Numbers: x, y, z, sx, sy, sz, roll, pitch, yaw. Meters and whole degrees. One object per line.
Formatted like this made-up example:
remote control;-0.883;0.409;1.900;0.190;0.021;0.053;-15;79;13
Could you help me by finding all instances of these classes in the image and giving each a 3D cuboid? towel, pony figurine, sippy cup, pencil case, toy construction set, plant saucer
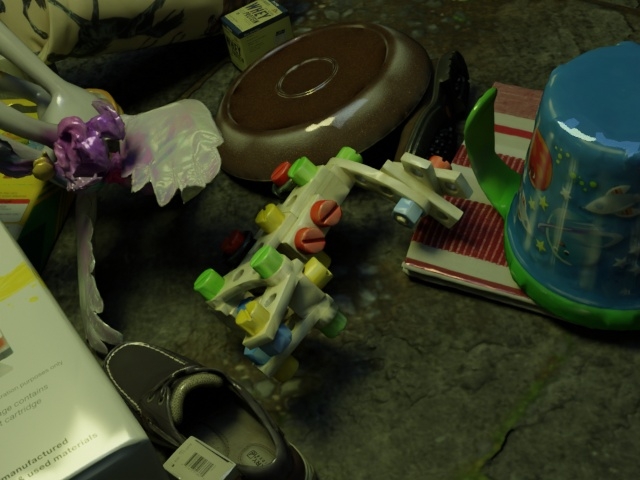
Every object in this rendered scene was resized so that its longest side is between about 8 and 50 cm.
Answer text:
towel;0.261;-0.052;1.227;0.237;0.037;0.329;15;53;23
pony figurine;-0.269;-0.101;1.191;0.303;0.363;0.351;-49;30;25
sippy cup;0.303;-0.066;1.059;0.305;0.224;0.240;-3;49;6
pencil case;-0.256;-0.356;1.464;0.410;0.160;0.183;-20;62;-36
toy construction set;0.000;0.000;1.128;0.327;0.151;0.215;-40;17;-24
plant saucer;-0.010;-0.196;1.366;0.310;0.050;0.311;-17;36;13

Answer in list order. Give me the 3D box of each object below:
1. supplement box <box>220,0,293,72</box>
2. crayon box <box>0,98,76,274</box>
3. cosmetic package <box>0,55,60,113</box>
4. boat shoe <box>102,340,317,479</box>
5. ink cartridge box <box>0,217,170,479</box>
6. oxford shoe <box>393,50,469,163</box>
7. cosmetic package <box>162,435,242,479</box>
supplement box;-0.087;-0.288;1.498;0.083;0.083;0.056;-29;47;-16
crayon box;-0.429;-0.056;1.350;0.202;0.081;0.318;1;47;13
cosmetic package;-0.503;-0.222;1.498;0.238;0.127;0.107;-8;46;2
boat shoe;-0.121;0.168;1.053;0.103;0.092;0.285;-39;51;-24
ink cartridge box;-0.268;0.169;0.958;0.160;0.279;0.385;-31;47;-15
oxford shoe;0.122;-0.144;1.328;0.096;0.083;0.227;-7;40;28
cosmetic package;-0.098;0.237;0.965;0.060;0.115;0.041;26;55;31
